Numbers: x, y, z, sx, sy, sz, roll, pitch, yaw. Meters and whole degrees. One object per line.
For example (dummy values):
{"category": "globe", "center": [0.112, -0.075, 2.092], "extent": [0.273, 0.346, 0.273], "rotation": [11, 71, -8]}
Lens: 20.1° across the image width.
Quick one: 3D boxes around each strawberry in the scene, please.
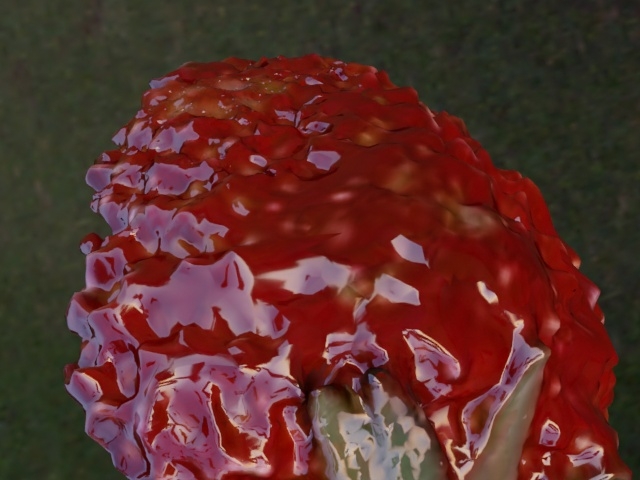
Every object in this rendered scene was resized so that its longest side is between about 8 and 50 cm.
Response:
{"category": "strawberry", "center": [0.003, -0.002, 0.484], "extent": [0.087, 0.167, 0.208], "rotation": [-55, 45, 35]}
